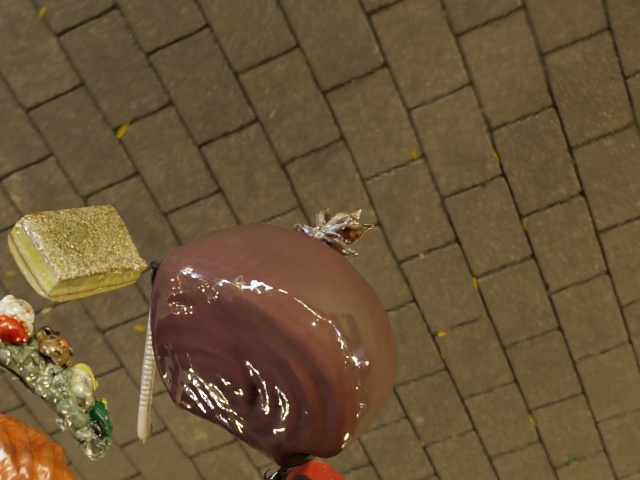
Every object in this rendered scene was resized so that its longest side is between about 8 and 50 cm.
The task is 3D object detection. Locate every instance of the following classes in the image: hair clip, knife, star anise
[{"bbox_3d":[-0.410,0.198,1.226,0.091,0.138,0.321,-36,121,-4],"label":"hair clip"},{"bbox_3d":[-0.330,0.219,1.584,0.043,0.089,0.365,3,82,6],"label":"knife"},{"bbox_3d":[-0.001,0.000,1.966,0.288,0.288,0.088,-15,119,8],"label":"star anise"}]

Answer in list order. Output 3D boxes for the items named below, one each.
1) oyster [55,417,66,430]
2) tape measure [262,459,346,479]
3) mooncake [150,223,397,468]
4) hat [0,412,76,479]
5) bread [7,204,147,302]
[{"bbox_3d":[-0.477,0.357,1.506,0.054,0.019,0.083,30,159,4],"label":"oyster"},{"bbox_3d":[0.007,0.413,1.082,0.114,0.260,0.253,-37,90,8],"label":"tape measure"},{"bbox_3d":[-0.080,0.137,1.017,0.326,0.174,0.334,50,130,6],"label":"mooncake"},{"bbox_3d":[-0.473,0.272,0.928,0.285,0.400,0.285,-22,124,-37],"label":"hat"},{"bbox_3d":[-0.502,0.026,1.641,0.110,0.234,0.184,-48,68,30],"label":"bread"}]
